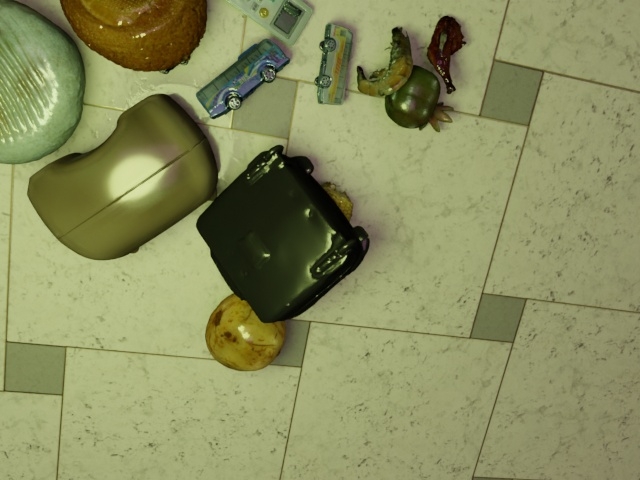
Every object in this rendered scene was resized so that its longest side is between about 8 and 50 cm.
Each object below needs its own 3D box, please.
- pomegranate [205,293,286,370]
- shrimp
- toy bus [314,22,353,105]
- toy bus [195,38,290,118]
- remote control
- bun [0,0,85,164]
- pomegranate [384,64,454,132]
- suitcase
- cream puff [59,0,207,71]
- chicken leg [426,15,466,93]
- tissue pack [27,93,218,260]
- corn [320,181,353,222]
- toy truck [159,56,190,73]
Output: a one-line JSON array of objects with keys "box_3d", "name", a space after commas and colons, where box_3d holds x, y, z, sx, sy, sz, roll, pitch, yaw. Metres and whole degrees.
[{"box_3d": [-0.189, 0.241, 1.378, 0.216, 0.215, 0.215, -2, 106, -9], "name": "pomegranate"}, {"box_3d": [0.154, -0.433, 1.269, 0.150, 0.217, 0.051, -13, 144, 32], "name": "shrimp"}, {"box_3d": [0.032, -0.431, 1.284, 0.076, 0.064, 0.190, 5, 105, -17], "name": "toy bus"}, {"box_3d": [-0.187, -0.387, 1.252, 0.237, 0.079, 0.094, -38, 106, 3], "name": "toy bus"}, {"box_3d": [-0.164, -0.582, 1.216, 0.294, 0.051, 0.103, 30, 100, -19], "name": "remote control"}, {"box_3d": [-0.688, -0.338, 1.115, 0.363, 0.211, 0.361, -4, 108, -11], "name": "bun"}, {"box_3d": [0.250, -0.352, 1.318, 0.191, 0.131, 0.151, 15, 95, -38], "name": "pomegranate"}, {"box_3d": [-0.099, -0.004, 1.253, 0.339, 0.188, 0.345, -41, 77, 15], "name": "suitcase"}, {"box_3d": [-0.389, -0.500, 1.108, 0.304, 0.212, 0.302, 2, 80, -9], "name": "cream puff"}, {"box_3d": [0.312, -0.468, 1.297, 0.093, 0.053, 0.204, 16, 84, -3], "name": "chicken leg"}, {"box_3d": [-0.424, -0.129, 1.188, 0.387, 0.267, 0.276, -35, 105, 0], "name": "tissue pack"}, {"box_3d": [-0.002, -0.001, 1.382, 0.124, 0.122, 0.304, 25, 100, 22], "name": "corn"}, {"box_3d": [-0.350, -0.433, 1.228, 0.083, 0.049, 0.054, -25, 107, 0], "name": "toy truck"}]
